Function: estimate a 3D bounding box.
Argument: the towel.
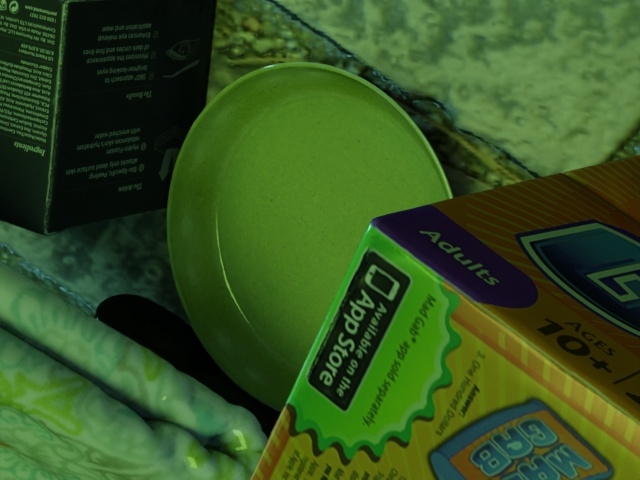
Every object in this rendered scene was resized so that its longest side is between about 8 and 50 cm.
[{"bbox_3d":[-0.253,0.111,1.237,0.374,0.090,0.320,32,149,-11],"label":"towel"}]

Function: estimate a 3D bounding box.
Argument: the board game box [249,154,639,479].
[{"bbox_3d":[0.183,0.206,0.927,0.356,0.356,0.356,37,117,25],"label":"board game box"}]

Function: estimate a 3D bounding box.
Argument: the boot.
[{"bbox_3d":[-0.093,0.144,1.307,0.198,0.077,0.137,40,131,27],"label":"boot"}]

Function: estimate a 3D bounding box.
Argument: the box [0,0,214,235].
[{"bbox_3d":[-0.160,-0.098,1.247,0.093,0.156,0.158,16,107,32],"label":"box"}]

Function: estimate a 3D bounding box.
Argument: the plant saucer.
[{"bbox_3d":[0.000,0.000,1.223,0.241,0.037,0.241,7,102,34],"label":"plant saucer"}]
